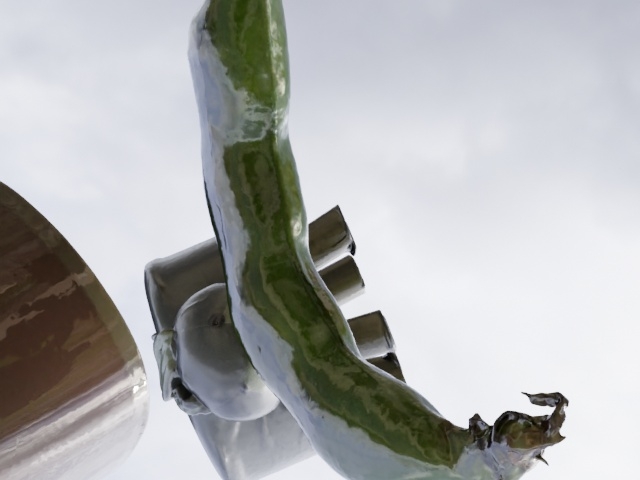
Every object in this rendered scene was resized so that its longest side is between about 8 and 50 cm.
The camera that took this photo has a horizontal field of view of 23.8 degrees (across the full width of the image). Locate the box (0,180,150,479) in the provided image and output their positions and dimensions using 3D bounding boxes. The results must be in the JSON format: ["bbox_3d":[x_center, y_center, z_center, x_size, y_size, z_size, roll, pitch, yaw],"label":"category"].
[{"bbox_3d":[-0.311,0.121,1.214,0.301,0.301,0.216,28,-133,34],"label":"box"}]

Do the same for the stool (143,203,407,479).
[{"bbox_3d":[-0.026,0.070,0.935,0.139,0.153,0.228,-22,-163,-1],"label":"stool"}]

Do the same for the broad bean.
[{"bbox_3d":[0.000,0.000,0.679,0.049,0.144,0.292,-8,-120,-41],"label":"broad bean"}]
